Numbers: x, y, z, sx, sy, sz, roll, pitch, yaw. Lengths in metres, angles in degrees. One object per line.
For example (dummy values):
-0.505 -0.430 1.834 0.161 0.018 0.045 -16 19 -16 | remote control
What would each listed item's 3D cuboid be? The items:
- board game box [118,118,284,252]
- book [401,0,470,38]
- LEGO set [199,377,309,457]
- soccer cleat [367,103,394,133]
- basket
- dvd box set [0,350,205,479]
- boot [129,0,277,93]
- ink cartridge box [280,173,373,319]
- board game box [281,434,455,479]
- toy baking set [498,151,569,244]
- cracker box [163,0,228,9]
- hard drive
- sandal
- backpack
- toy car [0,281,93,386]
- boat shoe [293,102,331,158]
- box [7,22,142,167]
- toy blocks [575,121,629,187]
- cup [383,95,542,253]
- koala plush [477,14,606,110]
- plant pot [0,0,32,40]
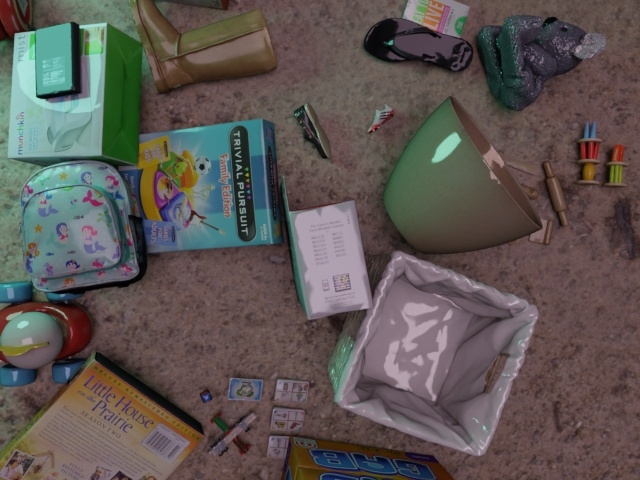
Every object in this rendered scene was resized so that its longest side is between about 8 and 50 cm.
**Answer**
-0.257 -0.107 1.229 0.336 0.079 0.254 -5 91 15 | board game box
0.264 -0.519 1.354 0.144 0.035 0.096 16 93 -7 | book
-0.159 0.399 1.325 0.244 0.060 0.183 7 90 -17 | LEGO set
0.134 -0.281 1.345 0.083 0.029 0.035 -43 86 -7 | soccer cleat
0.220 0.222 1.240 0.331 0.266 0.328 22 89 -5 | basket
-0.502 0.482 1.235 0.307 0.062 0.420 43 87 -22 | dvd box set
-0.255 -0.460 1.273 0.269 0.089 0.236 -17 109 -4 | boot
0.000 0.000 1.193 0.130 0.309 0.272 -10 92 -5 | ink cartridge box
0.092 0.654 1.181 0.356 0.356 0.357 11 90 -9 | board game box
0.481 -0.105 1.378 0.196 0.030 0.256 -14 92 -5 | toy baking set
-0.314 -0.563 1.232 0.232 0.156 0.067 5 91 -6 | cracker box
-0.508 -0.347 1.121 0.094 0.022 0.135 -4 86 17 | hard drive
0.227 -0.448 1.323 0.254 0.054 0.097 7 107 -4 | sandal
-0.473 -0.031 1.151 0.225 0.191 0.254 -8 81 -5 | backpack
-0.595 0.198 1.174 0.210 0.238 0.219 -3 91 -5 | toy car
-0.016 -0.245 1.324 0.042 0.049 0.133 -23 101 23 | boat shoe
-0.500 -0.288 1.194 0.231 0.127 0.262 2 88 17 | box
0.675 -0.205 1.384 0.123 0.054 0.148 4 90 -5 | toy blocks
0.275 -0.103 1.243 0.237 0.331 0.331 -35 94 23 | cup
0.502 -0.415 1.308 0.221 0.196 0.203 -18 104 -5 | koala plush
-0.697 -0.491 1.181 0.174 0.191 0.191 -3 91 -9 | plant pot
